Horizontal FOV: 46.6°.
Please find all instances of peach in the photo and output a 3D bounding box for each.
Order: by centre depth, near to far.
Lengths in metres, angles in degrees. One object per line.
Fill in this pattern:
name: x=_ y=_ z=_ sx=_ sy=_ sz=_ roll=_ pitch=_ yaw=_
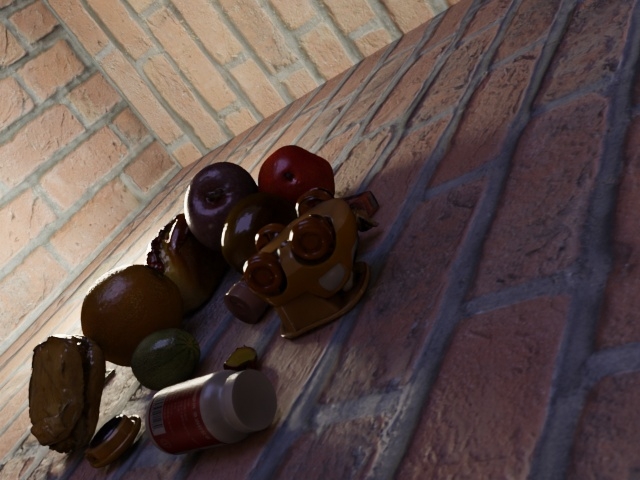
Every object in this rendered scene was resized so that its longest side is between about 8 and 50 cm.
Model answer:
peach: x=-0.165 y=0.255 z=1.537 sx=0.077 sy=0.050 sz=0.083 roll=-19 pitch=23 yaw=-18

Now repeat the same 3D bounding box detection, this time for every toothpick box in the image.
toothpick box: x=-0.148 y=0.114 z=1.770 sx=0.098 sy=0.098 sz=0.149 roll=-14 pitch=29 yaw=51

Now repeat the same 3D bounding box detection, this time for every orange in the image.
orange: x=-0.496 y=0.195 z=1.965 sx=0.274 sy=0.274 sz=0.274 roll=-34 pitch=19 yaw=13

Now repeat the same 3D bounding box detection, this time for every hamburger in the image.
hamburger: x=-0.621 y=0.373 z=1.828 sx=0.259 sy=0.144 sz=0.283 roll=-4 pitch=75 yaw=47

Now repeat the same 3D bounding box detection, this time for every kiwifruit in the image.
kiwifruit: x=-0.156 y=-0.009 z=1.928 sx=0.196 sy=0.196 sz=0.234 roll=-26 pitch=39 yaw=33

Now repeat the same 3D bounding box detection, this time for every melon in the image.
melon: x=-0.363 y=0.277 z=1.725 sx=0.192 sy=0.139 sz=0.139 roll=-31 pitch=19 yaw=31

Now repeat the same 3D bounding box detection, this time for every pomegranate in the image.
pomegranate: x=-0.062 y=-0.156 z=2.099 sx=0.221 sy=0.221 sz=0.257 roll=-33 pitch=-5 yaw=17

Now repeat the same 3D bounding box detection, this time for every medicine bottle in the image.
medicine bottle: x=-0.201 y=0.310 z=1.350 sx=0.250 sy=0.131 sz=0.131 roll=-22 pitch=24 yaw=38

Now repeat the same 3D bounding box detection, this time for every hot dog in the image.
hot dog: x=-0.398 y=0.040 z=2.227 sx=0.185 sy=0.223 sz=0.405 roll=-25 pitch=23 yaw=27

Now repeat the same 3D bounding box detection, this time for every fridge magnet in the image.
fridge magnet: x=-0.454 y=0.436 z=1.632 sx=0.143 sy=0.063 sz=0.143 roll=-37 pitch=17 yaw=13

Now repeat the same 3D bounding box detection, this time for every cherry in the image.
cherry: x=-0.263 y=-0.088 z=2.134 sx=0.221 sy=0.307 sz=0.261 roll=-16 pitch=68 yaw=24

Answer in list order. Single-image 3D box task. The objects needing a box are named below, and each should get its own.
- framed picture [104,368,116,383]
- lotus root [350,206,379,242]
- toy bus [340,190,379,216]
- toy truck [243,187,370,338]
framed picture: x=-0.685 y=0.432 z=2.153 sx=0.203 sy=0.015 sz=0.150 roll=-14 pitch=29 yaw=51
lotus root: x=0.000 y=0.000 z=1.702 sx=0.257 sy=0.140 sz=0.154 roll=-39 pitch=11 yaw=6
toy bus: x=0.043 y=-0.067 z=1.901 sx=0.096 sy=0.073 sz=0.235 roll=-39 pitch=16 yaw=-34
toy truck: x=-0.029 y=0.046 z=1.534 sx=0.288 sy=0.211 sz=0.204 roll=-35 pitch=19 yaw=20
